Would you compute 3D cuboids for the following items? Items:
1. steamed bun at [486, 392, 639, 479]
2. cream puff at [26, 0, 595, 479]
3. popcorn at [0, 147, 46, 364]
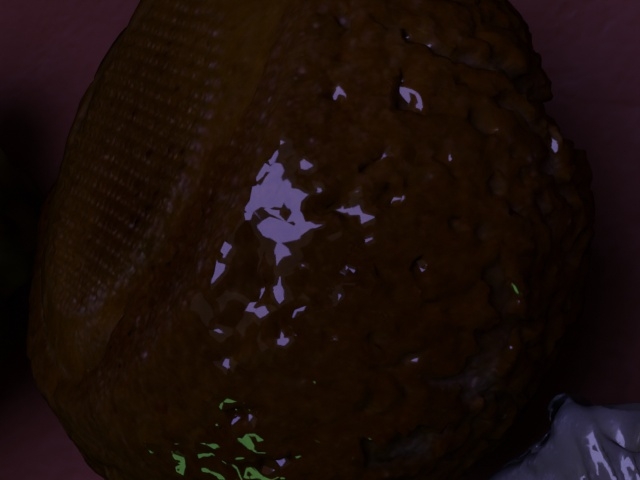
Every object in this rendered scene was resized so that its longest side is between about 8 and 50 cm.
[{"bbox_3d":[0.155,0.166,0.682,0.218,0.144,0.211,-55,48,40],"label":"steamed bun"},{"bbox_3d":[0.000,0.000,0.760,0.303,0.212,0.303,-42,33,35],"label":"cream puff"},{"bbox_3d":[-0.313,0.022,0.891,0.312,0.312,0.312,-8,71,25],"label":"popcorn"}]
